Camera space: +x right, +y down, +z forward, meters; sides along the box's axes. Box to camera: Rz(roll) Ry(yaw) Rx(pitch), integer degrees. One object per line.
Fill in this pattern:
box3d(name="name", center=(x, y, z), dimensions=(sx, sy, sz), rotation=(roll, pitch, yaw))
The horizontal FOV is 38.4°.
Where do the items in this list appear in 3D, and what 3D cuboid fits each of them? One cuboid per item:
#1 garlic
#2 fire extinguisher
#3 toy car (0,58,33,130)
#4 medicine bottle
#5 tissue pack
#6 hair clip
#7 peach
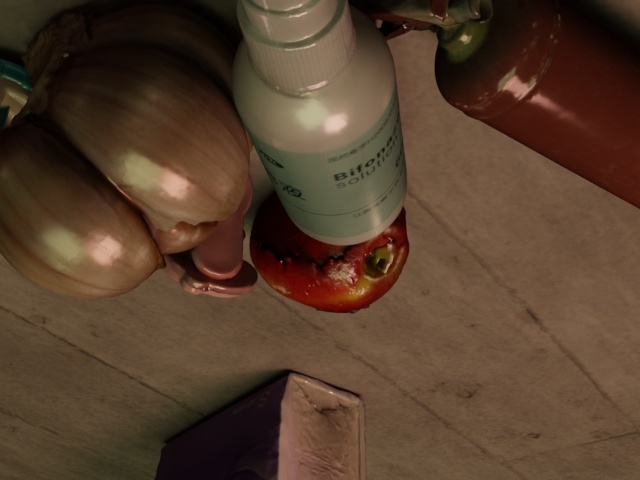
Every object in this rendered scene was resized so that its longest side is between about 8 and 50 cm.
box3d(name="garlic", center=(-0.133, -0.069, 0.667), dimensions=(0.191, 0.214, 0.160), rotation=(32, 126, -23))
box3d(name="fire extinguisher", center=(0.163, -0.117, 0.701), dimensions=(0.337, 0.107, 0.147), rotation=(23, 164, -28))
box3d(name="toy car", center=(-0.289, -0.076, 0.751), dimensions=(0.161, 0.098, 0.126), rotation=(-21, 138, 25))
box3d(name="medicine bottle", center=(-0.002, -0.100, 0.630), dimensions=(0.110, 0.110, 0.352), rotation=(-4, 161, 7))
box3d(name="tissue pack", center=(-0.100, 0.357, 1.253), dimensions=(0.160, 0.242, 0.338), rotation=(27, 136, -30))
box3d(name="hair clip", center=(-0.111, 0.000, 0.830), dimensions=(0.123, 0.138, 0.102), rotation=(11, 150, -28))
box3d(name="peach", center=(-0.003, -0.004, 0.863), dimensions=(0.172, 0.127, 0.092), rotation=(8, 163, 35))
